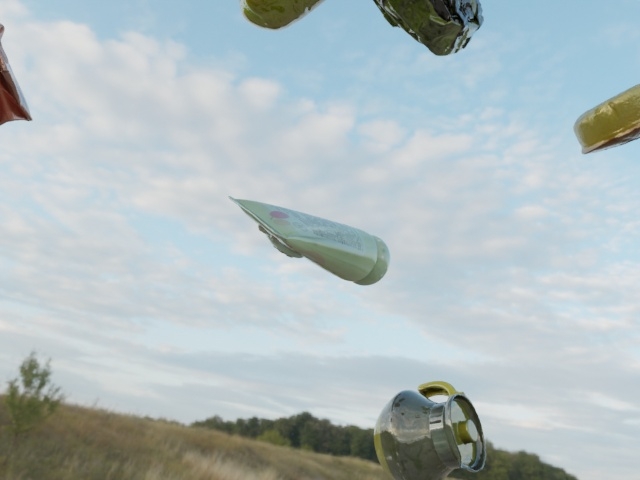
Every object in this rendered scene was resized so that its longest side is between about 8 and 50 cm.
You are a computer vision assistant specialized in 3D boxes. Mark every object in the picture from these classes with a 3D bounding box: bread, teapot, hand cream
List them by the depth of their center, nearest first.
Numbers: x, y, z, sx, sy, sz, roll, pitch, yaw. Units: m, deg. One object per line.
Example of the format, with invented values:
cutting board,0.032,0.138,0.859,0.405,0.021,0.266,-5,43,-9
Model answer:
teapot,0.146,0.245,0.762,0.119,0.165,0.130,-22,-70,30
hand cream,0.000,0.000,0.941,0.306,0.093,0.147,24,9,-45
bread,0.028,-0.481,0.946,0.384,0.166,0.112,-35,-60,13
bread,0.507,-0.201,1.014,0.125,0.086,0.156,-27,-2,-7

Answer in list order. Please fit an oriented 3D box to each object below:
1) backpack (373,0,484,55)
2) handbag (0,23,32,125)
backpack,0.195,-0.462,1.067,0.207,0.253,0.140,-29,-8,-41
handbag,-0.410,-0.254,0.692,0.059,0.212,0.157,-21,-8,-22
